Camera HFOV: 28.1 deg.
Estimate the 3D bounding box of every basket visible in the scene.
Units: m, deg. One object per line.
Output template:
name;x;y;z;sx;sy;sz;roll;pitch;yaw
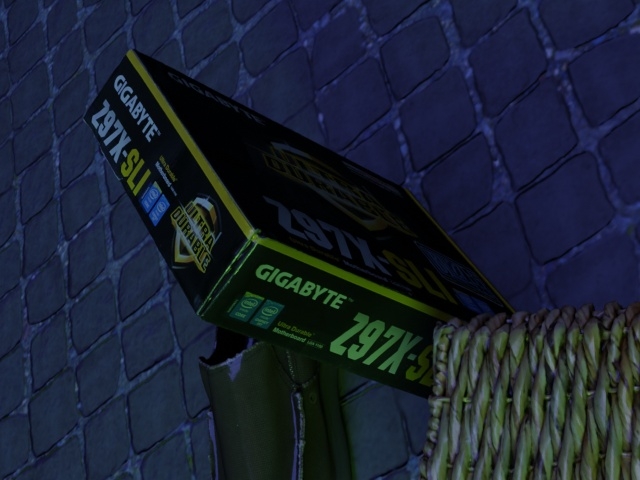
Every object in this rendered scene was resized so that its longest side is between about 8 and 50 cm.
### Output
basket;0.197;0.199;0.760;0.223;0.213;0.299;-10;63;40

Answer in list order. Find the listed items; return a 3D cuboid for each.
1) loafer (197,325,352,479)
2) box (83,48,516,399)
loafer;-0.061;0.143;1.121;0.134;0.130;0.366;-22;56;38
box;0.000;0.000;0.982;0.079;0.322;0.257;-52;42;16
